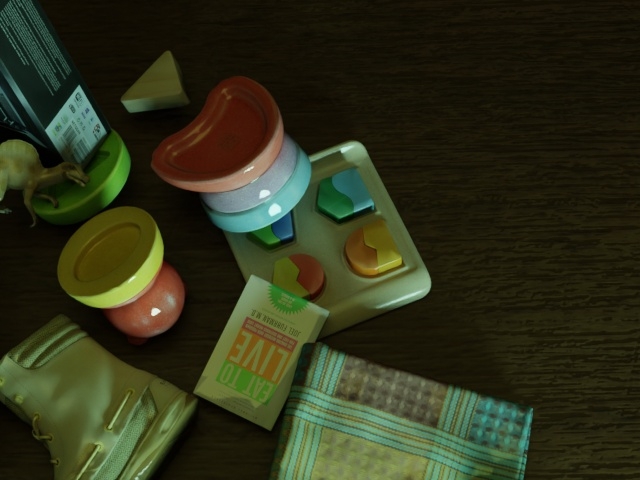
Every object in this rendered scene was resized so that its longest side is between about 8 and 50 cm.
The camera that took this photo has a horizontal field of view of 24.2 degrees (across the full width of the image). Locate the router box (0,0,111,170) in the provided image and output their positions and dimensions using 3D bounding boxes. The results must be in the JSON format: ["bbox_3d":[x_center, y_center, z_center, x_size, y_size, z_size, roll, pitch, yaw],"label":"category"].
[{"bbox_3d":[-0.390,-0.214,1.611,0.242,0.309,0.081,20,64,26],"label":"router box"}]

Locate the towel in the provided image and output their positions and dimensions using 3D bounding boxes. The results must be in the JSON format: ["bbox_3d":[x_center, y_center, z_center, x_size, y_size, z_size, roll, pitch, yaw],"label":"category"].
[{"bbox_3d":[0.066,0.308,1.523,0.271,0.040,0.370,17,67,-7],"label":"towel"}]

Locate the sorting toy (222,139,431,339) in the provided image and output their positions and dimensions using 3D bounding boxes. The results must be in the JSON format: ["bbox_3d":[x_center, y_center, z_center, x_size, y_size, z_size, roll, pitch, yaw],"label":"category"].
[{"bbox_3d":[0.000,0.000,1.689,0.193,0.038,0.208,-21,68,-9],"label":"sorting toy"}]

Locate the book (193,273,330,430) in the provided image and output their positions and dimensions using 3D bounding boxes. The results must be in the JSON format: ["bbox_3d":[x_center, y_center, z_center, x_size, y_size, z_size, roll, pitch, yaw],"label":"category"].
[{"bbox_3d":[-0.063,0.122,1.623,0.096,0.035,0.144,25,84,5],"label":"book"}]

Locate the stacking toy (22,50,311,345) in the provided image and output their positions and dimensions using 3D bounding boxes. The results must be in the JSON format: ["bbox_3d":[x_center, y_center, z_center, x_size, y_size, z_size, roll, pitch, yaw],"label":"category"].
[{"bbox_3d":[-0.173,-0.050,1.688,0.309,0.130,0.279,-41,44,-7],"label":"stacking toy"}]

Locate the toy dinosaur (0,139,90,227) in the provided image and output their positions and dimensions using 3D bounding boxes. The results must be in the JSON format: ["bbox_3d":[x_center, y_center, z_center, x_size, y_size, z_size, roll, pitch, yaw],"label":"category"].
[{"bbox_3d":[-0.347,-0.068,1.624,0.183,0.053,0.093,9,110,-15],"label":"toy dinosaur"}]

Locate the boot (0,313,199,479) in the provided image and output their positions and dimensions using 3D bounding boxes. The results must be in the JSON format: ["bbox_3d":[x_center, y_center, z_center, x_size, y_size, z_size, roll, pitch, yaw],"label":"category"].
[{"bbox_3d":[-0.280,0.220,1.565,0.203,0.095,0.262,32,69,13],"label":"boot"}]
